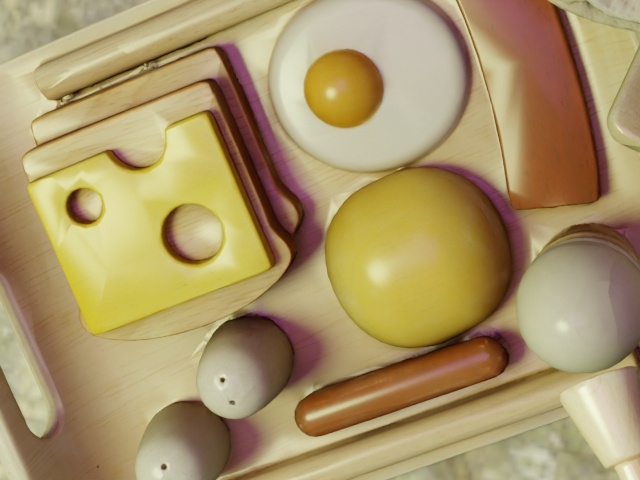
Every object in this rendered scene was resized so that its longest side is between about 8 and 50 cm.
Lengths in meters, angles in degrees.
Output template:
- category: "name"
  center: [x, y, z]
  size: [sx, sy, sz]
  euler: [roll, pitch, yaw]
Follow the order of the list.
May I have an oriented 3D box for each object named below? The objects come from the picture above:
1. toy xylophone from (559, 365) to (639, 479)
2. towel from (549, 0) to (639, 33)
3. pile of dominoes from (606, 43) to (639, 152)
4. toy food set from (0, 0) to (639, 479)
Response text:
- category: "toy xylophone"
  center: [0.218, 0.086, 0.532]
  size: [0.236, 0.081, 0.323]
  euler: [-26, 71, 0]
- category: "towel"
  center: [0.199, -0.148, 0.597]
  size: [0.282, 0.049, 0.187]
  euler: [8, 91, -16]
- category: "pile of dominoes"
  center: [0.210, -0.108, 0.512]
  size: [0.251, 0.040, 0.196]
  euler: [6, 75, -2]
- category: "toy food set"
  center: [0.000, 0.000, 0.664]
  size: [0.306, 0.092, 0.220]
  euler: [-21, 99, 13]
